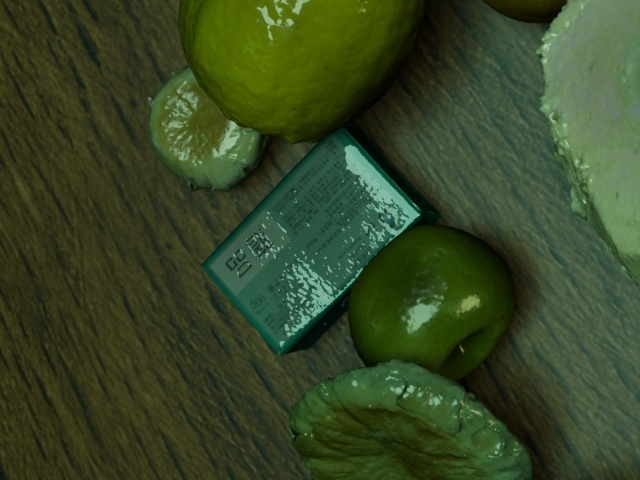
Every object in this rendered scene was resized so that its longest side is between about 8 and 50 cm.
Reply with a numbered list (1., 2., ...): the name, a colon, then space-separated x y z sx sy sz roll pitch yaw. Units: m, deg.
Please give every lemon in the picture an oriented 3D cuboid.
1. lemon: -0.019 -0.270 1.916 0.285 0.285 0.316 7 113 19

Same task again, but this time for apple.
1. apple: 0.123 0.075 1.949 0.196 0.196 0.157 -47 68 14

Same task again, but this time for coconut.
1. coconut: 0.455 -0.124 1.750 0.404 0.404 0.405 1 92 19

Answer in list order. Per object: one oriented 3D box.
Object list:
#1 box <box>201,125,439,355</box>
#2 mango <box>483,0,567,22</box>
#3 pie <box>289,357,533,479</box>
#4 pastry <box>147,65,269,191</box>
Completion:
1. box: 0.000 0.000 2.039 0.245 0.092 0.153 -45 77 14
2. mango: 0.280 -0.314 1.907 0.236 0.166 0.136 -11 132 -1
3. pie: 0.101 0.235 1.935 0.306 0.306 0.071 9 51 19
4. pastry: -0.133 -0.140 2.083 0.165 0.088 0.166 1 93 18
